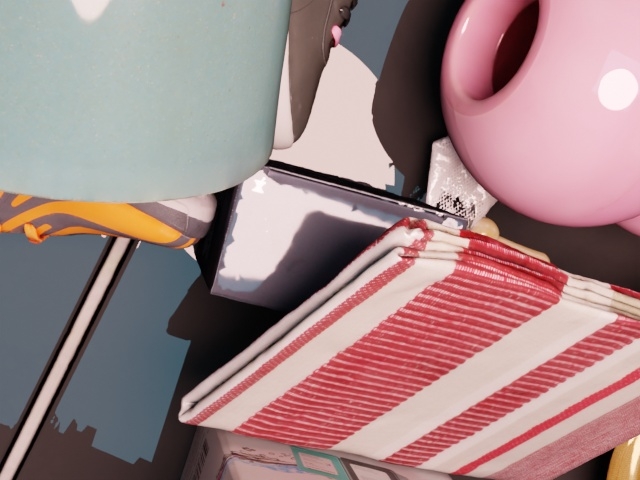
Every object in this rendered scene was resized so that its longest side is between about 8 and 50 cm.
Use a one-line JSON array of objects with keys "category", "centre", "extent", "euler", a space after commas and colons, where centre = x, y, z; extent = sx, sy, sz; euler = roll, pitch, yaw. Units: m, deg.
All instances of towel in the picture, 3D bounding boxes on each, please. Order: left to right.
[{"category": "towel", "centre": [0.104, 0.090, 0.757], "extent": [0.329, 0.037, 0.237], "euler": [17, 139, -34]}]

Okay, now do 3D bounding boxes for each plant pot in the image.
[{"category": "plant pot", "centre": [-0.145, -0.192, 0.655], "extent": [0.293, 0.293, 0.235], "euler": [9, 115, -11]}]

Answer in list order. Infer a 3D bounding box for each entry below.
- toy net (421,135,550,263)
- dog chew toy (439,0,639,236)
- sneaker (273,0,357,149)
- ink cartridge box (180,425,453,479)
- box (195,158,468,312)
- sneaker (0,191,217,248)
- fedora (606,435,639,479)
[{"category": "toy net", "centre": [0.120, 0.033, 0.891], "extent": [0.122, 0.045, 0.232], "euler": [-24, 99, -5]}, {"category": "dog chew toy", "centre": [0.251, -0.089, 0.823], "extent": [0.332, 0.206, 0.207], "euler": [18, 94, -28]}, {"category": "sneaker", "centre": [0.035, -0.205, 0.811], "extent": [0.147, 0.104, 0.296], "euler": [7, 91, -6]}, {"category": "ink cartridge box", "centre": [-0.004, 0.253, 0.778], "extent": [0.197, 0.270, 0.198], "euler": [17, 94, -12]}, {"category": "box", "centre": [0.000, 0.000, 0.805], "extent": [0.156, 0.158, 0.093], "euler": [14, 94, -11]}, {"category": "sneaker", "centre": [-0.239, -0.021, 0.780], "extent": [0.321, 0.124, 0.180], "euler": [22, 99, 6]}, {"category": "fedora", "centre": [0.303, 0.183, 0.923], "extent": [0.194, 0.079, 0.194], "euler": [-1, 94, -16]}]
